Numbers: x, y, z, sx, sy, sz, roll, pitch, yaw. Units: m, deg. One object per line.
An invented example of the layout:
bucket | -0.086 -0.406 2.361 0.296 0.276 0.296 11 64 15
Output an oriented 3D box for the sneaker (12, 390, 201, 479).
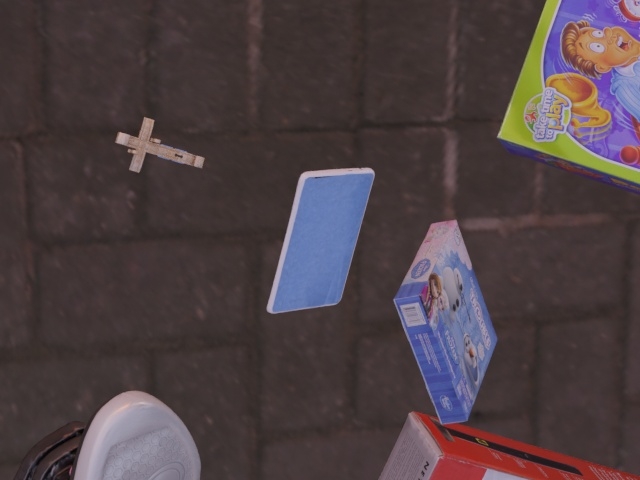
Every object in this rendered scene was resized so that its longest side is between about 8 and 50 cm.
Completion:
sneaker | -0.164 0.172 1.086 0.105 0.147 0.295 -35 150 -26

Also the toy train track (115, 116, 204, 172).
toy train track | -0.138 -0.078 1.345 0.083 0.014 0.048 16 90 -29

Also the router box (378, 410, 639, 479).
router box | 0.151 0.342 1.337 0.301 0.082 0.335 18 105 -21

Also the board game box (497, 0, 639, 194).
board game box | 0.311 -0.201 1.225 0.233 0.078 0.347 19 89 15

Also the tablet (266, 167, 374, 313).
tablet | 0.000 0.000 0.837 0.054 0.006 0.083 -6 120 -42

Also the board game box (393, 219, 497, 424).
board game box | 0.078 0.048 0.932 0.020 0.090 0.090 -10 116 24
